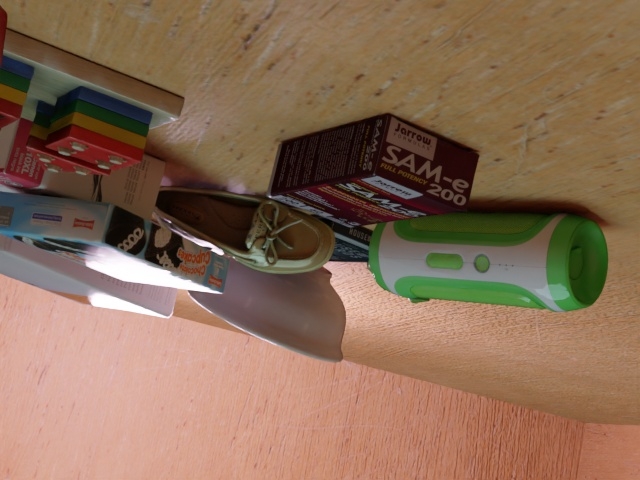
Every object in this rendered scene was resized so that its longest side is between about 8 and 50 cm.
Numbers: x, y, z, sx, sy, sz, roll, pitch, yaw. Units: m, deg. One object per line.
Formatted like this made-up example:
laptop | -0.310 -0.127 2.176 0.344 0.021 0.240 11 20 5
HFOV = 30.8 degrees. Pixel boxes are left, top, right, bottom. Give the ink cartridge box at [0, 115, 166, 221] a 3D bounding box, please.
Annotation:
ink cartridge box | -0.362 -0.097 1.610 0.237 0.100 0.172 21 166 -40

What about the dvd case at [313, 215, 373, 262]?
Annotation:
dvd case | 0.000 0.000 1.864 0.179 0.030 0.238 22 166 -41

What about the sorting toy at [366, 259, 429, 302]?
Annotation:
sorting toy | 0.183 0.062 1.822 0.195 0.047 0.348 -1 165 14

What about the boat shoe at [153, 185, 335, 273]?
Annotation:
boat shoe | -0.121 -0.019 1.713 0.285 0.105 0.089 11 171 12

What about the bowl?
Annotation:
bowl | -0.069 0.088 2.007 0.297 0.134 0.298 25 -176 -2

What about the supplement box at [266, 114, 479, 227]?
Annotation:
supplement box | 0.054 -0.074 1.329 0.130 0.073 0.239 19 166 -28

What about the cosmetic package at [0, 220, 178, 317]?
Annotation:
cosmetic package | -0.458 -0.001 2.042 0.230 0.162 0.453 6 166 31

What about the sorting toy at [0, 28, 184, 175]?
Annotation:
sorting toy | -0.333 -0.148 1.356 0.257 0.090 0.255 19 167 -29

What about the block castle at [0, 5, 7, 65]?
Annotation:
block castle | -0.463 -0.230 0.786 0.303 0.213 0.453 3 165 43

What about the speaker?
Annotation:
speaker | 0.210 0.022 1.489 0.296 0.131 0.131 3 165 40

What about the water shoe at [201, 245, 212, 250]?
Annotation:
water shoe | -0.205 -0.034 1.883 0.080 0.073 0.203 39 175 11

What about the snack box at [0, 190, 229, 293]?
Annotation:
snack box | -0.286 0.007 1.629 0.187 0.060 0.322 6 169 26
